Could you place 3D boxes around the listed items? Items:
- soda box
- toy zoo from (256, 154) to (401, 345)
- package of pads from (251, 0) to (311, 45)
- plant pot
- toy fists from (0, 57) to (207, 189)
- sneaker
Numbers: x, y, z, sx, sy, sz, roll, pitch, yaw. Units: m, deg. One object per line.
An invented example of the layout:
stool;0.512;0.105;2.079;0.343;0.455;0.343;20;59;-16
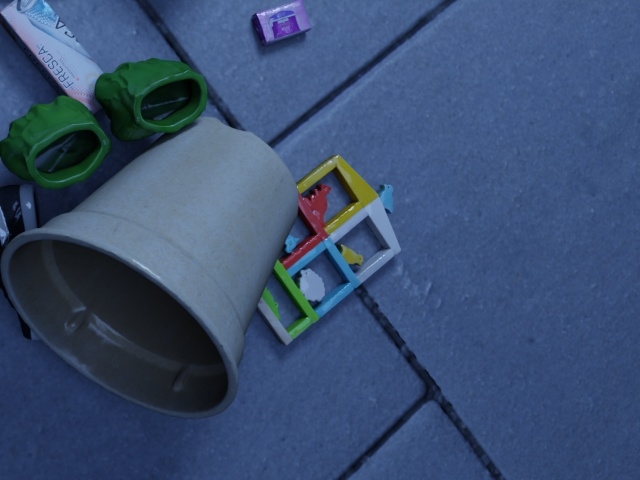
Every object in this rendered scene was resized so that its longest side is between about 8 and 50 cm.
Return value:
soda box;-0.362;-0.255;1.290;0.063;0.058;0.183;-42;108;-15
toy zoo;0.000;0.000;1.467;0.293;0.030;0.192;-40;106;-16
package of pads;-0.059;-0.334;1.427;0.083;0.032;0.050;-23;100;-20
plant pot;-0.189;0.012;1.234;0.334;0.334;0.305;46;50;-18
toy fists;-0.284;-0.158;1.225;0.279;0.142;0.096;-32;128;-18
sneaker;-0.440;0.033;1.271;0.121;0.079;0.217;-4;98;-8
